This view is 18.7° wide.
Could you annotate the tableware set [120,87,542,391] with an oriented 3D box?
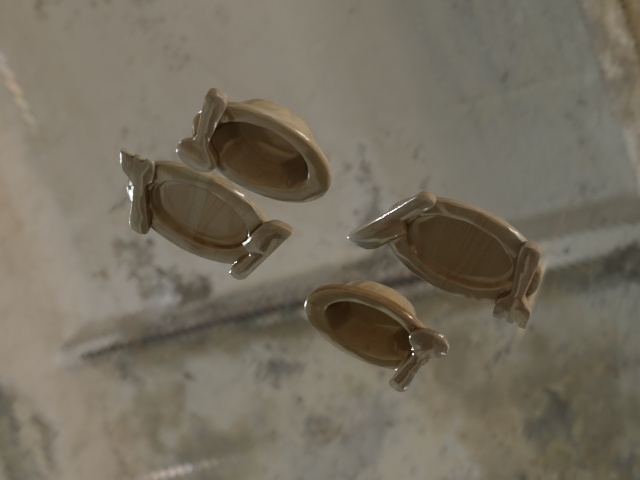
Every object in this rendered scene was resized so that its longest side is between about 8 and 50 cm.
[{"bbox_3d":[0.000,0.000,0.750,0.169,0.020,0.141,29,-30,-5],"label":"tableware set"}]
